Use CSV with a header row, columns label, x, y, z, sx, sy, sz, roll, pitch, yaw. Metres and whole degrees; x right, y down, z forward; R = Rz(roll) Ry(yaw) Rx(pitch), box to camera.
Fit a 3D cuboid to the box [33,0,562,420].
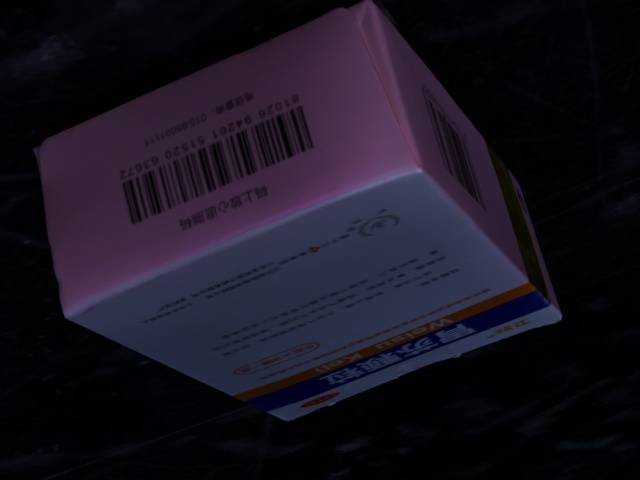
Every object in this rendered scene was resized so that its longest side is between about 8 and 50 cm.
label,x,y,z,sx,sy,sz,roll,pitch,yaw
box,0.000,0.000,0.930,0.200,0.106,0.299,-22,156,14
